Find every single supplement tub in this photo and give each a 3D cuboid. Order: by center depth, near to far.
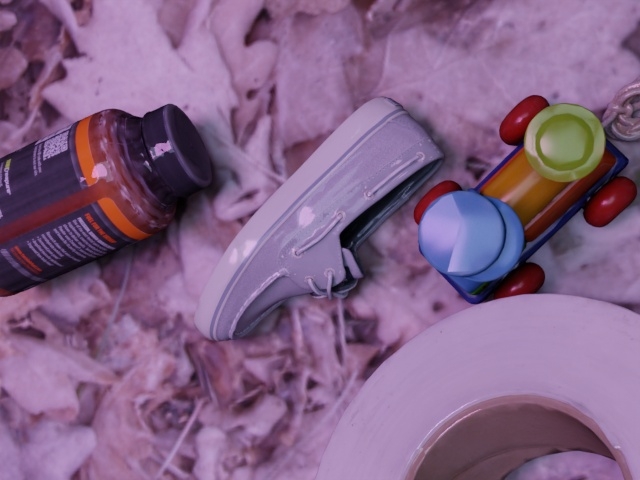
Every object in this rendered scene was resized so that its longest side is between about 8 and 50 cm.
[{"bbox_3d":[-0.187,-0.035,0.701,0.198,0.106,0.106,-22,81,13],"label":"supplement tub"}]

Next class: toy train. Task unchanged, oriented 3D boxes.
[{"bbox_3d":[0.165,-0.062,0.589,0.248,0.143,0.105,-45,78,9],"label":"toy train"}]

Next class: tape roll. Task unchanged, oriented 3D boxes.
[{"bbox_3d":[0.132,0.178,0.536,0.286,0.100,0.286,-21,49,27],"label":"tape roll"}]

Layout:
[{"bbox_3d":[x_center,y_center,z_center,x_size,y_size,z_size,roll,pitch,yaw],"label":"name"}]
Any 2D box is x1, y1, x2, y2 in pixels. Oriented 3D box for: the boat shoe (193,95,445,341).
[{"bbox_3d":[0.001,0.000,0.662,0.081,0.079,0.227,43,95,18],"label":"boat shoe"}]
